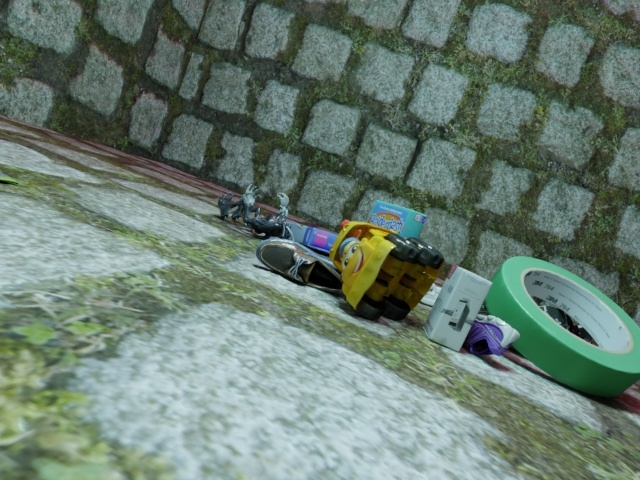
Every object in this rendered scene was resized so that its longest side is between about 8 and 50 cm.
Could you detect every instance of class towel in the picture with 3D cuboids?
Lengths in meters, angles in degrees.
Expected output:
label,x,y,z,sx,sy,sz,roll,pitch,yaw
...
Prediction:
label,x,y,z,sx,sy,sz,roll,pitch,yaw
towel,-0.548,-0.111,0.699,0.083,0.009,0.060,23,4,11

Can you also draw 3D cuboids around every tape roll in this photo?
label,x,y,z,sx,sy,sz,roll,pitch,yaw
tape roll,0.507,0.164,0.892,0.321,0.077,0.321,17,33,-11

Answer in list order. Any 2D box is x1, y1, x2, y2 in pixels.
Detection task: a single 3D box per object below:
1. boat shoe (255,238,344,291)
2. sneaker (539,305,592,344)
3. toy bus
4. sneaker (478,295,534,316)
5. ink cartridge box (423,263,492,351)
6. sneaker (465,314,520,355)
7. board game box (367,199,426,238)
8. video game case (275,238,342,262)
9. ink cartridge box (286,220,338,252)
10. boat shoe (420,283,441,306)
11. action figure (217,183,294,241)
label,x,y,z,sx,sy,sz,roll,pitch,yaw
boat shoe,-0.032,0.047,0.805,0.183,0.066,0.066,20,6,-15
sneaker,0.566,0.242,1.061,0.279,0.107,0.118,29,-27,-32
toy bus,0.095,0.029,0.805,0.211,0.149,0.220,42,18,34
sneaker,0.490,0.187,1.242,0.146,0.134,0.343,14,-3,-5
ink cartridge box,0.245,0.119,0.775,0.056,0.135,0.099,24,6,5
sneaker,0.285,0.174,0.787,0.068,0.071,0.170,42,-11,-2
board game box,0.145,0.021,0.987,0.047,0.210,0.160,19,5,-24
video game case,0.009,0.055,1.132,0.212,0.023,0.193,18,5,-41
ink cartridge box,0.000,0.000,1.314,0.185,0.065,0.311,18,2,-29
boat shoe,0.262,0.111,1.149,0.277,0.096,0.098,18,5,-36
action figure,-0.172,-0.085,1.232,0.275,0.141,0.164,20,2,37
